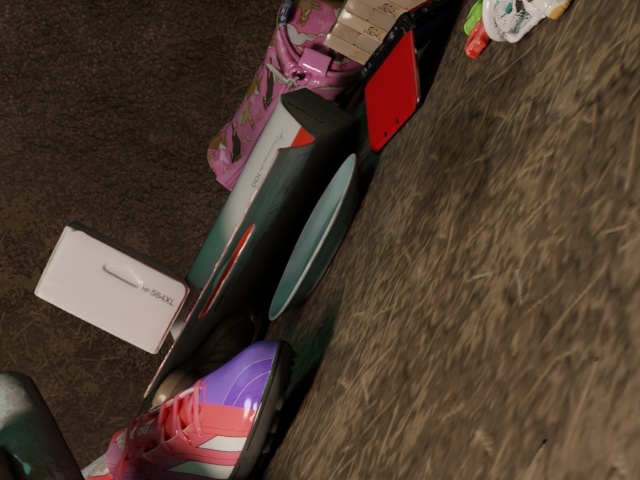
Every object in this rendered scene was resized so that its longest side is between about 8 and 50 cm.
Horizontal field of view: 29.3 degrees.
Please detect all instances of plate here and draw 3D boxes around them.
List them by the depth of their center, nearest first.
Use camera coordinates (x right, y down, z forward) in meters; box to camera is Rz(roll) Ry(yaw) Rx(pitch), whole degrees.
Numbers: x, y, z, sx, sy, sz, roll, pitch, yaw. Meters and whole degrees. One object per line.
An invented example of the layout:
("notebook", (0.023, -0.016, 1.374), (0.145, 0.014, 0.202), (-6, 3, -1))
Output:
("plate", (0.000, 0.000, 1.232), (0.188, 0.024, 0.188), (-62, 7, 13))

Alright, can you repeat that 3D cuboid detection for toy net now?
("toy net", (0.128, -0.186, 0.900), (0.122, 0.045, 0.232), (-60, 8, 22))

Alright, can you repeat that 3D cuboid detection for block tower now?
("block tower", (0.116, -0.330, 1.337), (0.335, 0.097, 0.091), (-60, 7, 32))

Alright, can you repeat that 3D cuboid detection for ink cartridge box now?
("ink cartridge box", (-0.233, 0.048, 1.376), (0.086, 0.148, 0.203), (-63, 9, -1))
("ink cartridge box", (-0.097, -0.013, 1.403), (0.308, 0.091, 0.385), (-60, -7, 15))

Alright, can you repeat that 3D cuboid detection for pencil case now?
("pencil case", (-0.044, -0.202, 1.791), (0.386, 0.167, 0.160), (127, 132, -57))

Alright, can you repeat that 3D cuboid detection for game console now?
("game console", (0.096, -0.167, 1.197), (0.124, 0.085, 0.144), (-32, -5, -22))

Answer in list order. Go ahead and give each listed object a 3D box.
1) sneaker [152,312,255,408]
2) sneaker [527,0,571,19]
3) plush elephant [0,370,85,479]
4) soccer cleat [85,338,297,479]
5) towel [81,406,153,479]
("sneaker", (-0.110, 0.149, 1.340), (0.188, 0.071, 0.066), (-44, -16, -53))
("sneaker", (0.147, -0.178, 0.764), (0.083, 0.037, 0.032), (-65, 5, -32))
("plush elephant", (-0.258, 0.305, 0.921), (0.255, 0.272, 0.330), (-29, 22, -13))
("soccer cleat", (-0.119, 0.178, 1.042), (0.318, 0.116, 0.109), (-56, 9, 45))
("towel", (-0.242, 0.285, 1.378), (0.317, 0.053, 0.332), (-43, 7, 24))
